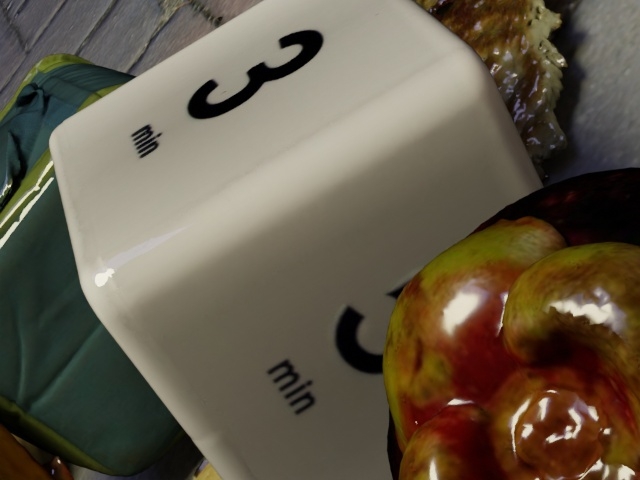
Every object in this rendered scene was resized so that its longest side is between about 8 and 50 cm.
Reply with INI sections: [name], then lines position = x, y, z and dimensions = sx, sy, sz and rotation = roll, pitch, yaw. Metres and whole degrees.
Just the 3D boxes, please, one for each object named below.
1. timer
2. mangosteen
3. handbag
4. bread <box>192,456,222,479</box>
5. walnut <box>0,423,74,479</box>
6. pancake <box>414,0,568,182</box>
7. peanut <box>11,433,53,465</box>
[timer]
position = 0.000, 0.000, 0.625
dimensions = 0.195, 0.194, 0.192
rotation = -31, 31, -1
[mangosteen]
position = 0.112, 0.067, 0.436
dimensions = 0.210, 0.210, 0.210
rotation = -37, 34, 31
[handbag]
position = -0.160, 0.008, 0.888
dimensions = 0.263, 0.222, 0.241
rotation = -56, 24, -1
[bread]
position = -0.038, 0.168, 0.724
dimensions = 0.251, 0.039, 0.182
rotation = -49, 30, 13
[walnut]
position = -0.245, 0.194, 0.727
dimensions = 0.203, 0.298, 0.203
rotation = -34, 13, 9
[pancake]
position = 0.087, -0.092, 0.808
dimensions = 0.266, 0.057, 0.244
rotation = -51, 38, 17
[peanut]
position = -0.307, 0.263, 0.904
dimensions = 0.170, 0.192, 0.387
rotation = 10, 54, 15
